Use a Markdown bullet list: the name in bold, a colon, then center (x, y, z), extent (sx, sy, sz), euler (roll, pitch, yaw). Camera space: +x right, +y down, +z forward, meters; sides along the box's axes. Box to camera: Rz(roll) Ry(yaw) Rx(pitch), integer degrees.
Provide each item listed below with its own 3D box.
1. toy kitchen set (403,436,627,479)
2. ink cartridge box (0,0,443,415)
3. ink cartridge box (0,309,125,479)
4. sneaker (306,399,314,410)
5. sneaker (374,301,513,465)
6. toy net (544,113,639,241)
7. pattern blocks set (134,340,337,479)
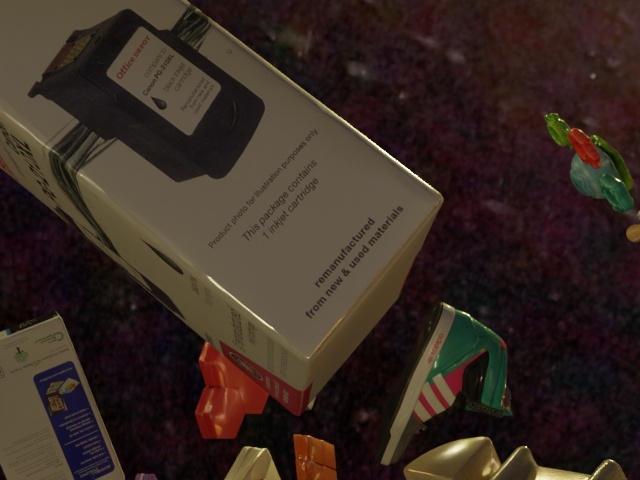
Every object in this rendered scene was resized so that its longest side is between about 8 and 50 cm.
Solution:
- **toy kitchen set**: center (0.110, 0.204, 0.530), extent (0.207, 0.122, 0.166), euler (-2, 29, 49)
- **ink cartridge box**: center (-0.070, -0.033, 0.537), extent (0.237, 0.172, 0.100), euler (39, 75, 9)
- **ink cartridge box**: center (-0.420, 0.289, 1.625), extent (0.165, 0.332, 0.065), euler (-22, 15, -18)
- **sneaker**: center (-0.028, 0.262, 1.857), extent (0.054, 0.152, 0.061), euler (29, 78, -7)
- **sneaker**: center (0.208, 0.251, 1.659), extent (0.178, 0.295, 0.124), euler (21, 24, -3)
- **toy net**: center (0.297, -0.045, 0.993), extent (0.045, 0.122, 0.232), euler (-33, 38, -2)
- **pattern blocks set**: center (-0.050, 0.265, 0.834), extent (0.026, 0.325, 0.285), euler (-2, 46, 31)
